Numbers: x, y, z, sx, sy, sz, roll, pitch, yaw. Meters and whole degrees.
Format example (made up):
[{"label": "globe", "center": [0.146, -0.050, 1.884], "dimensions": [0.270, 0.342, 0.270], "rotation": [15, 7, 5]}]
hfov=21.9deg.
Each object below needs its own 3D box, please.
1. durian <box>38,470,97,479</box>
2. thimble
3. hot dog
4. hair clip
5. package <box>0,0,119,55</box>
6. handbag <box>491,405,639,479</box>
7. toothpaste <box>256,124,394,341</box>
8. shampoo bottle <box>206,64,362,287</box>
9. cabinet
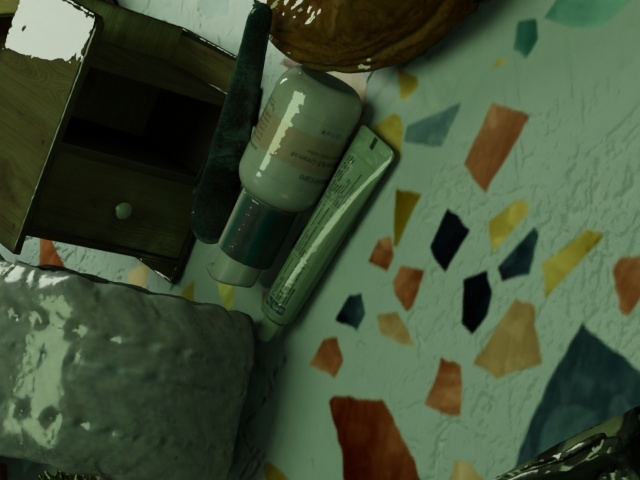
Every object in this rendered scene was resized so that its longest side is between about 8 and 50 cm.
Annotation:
[{"label": "durian", "center": [-0.242, 0.285, 1.487], "dimensions": [0.220, 0.095, 0.137], "rotation": [41, 113, 41]}, {"label": "thimble", "center": [-0.179, 0.108, 1.351], "dimensions": [0.245, 0.217, 0.157], "rotation": [12, 85, 20]}, {"label": "hot dog", "center": [0.048, -0.239, 1.263], "dimensions": [0.272, 0.122, 0.196], "rotation": [-49, 44, 52]}, {"label": "hair clip", "center": [-0.068, -0.096, 1.353], "dimensions": [0.229, 0.039, 0.070], "rotation": [111, 167, -45]}, {"label": "package", "center": [-0.340, -0.288, 1.707], "dimensions": [0.165, 0.221, 0.311], "rotation": [-40, 49, 10]}, {"label": "handbag", "center": [0.115, 0.312, 1.008], "dimensions": [0.327, 0.162, 0.325], "rotation": [-31, 60, 32]}, {"label": "toothpaste", "center": [0.000, 0.000, 1.324], "dimensions": [0.048, 0.029, 0.197], "rotation": [45, 112, 41]}, {"label": "shampoo bottle", "center": [-0.034, -0.046, 1.340], "dimensions": [0.074, 0.074, 0.192], "rotation": [44, 113, 47]}, {"label": "cabinet", "center": [-0.190, -0.091, 1.461], "dimensions": [0.148, 0.175, 0.215], "rotation": [34, 105, 49]}]
